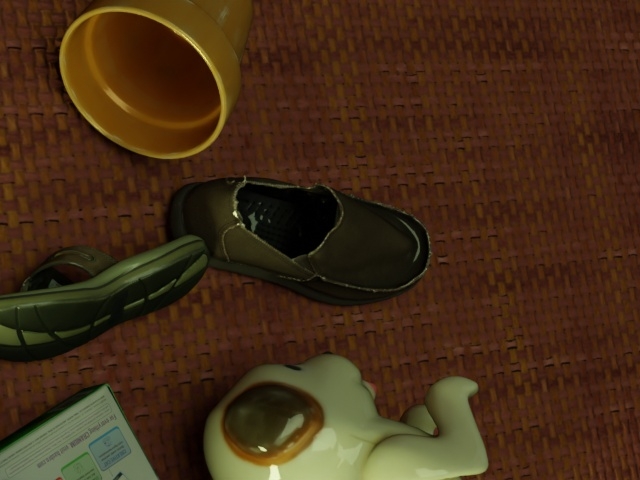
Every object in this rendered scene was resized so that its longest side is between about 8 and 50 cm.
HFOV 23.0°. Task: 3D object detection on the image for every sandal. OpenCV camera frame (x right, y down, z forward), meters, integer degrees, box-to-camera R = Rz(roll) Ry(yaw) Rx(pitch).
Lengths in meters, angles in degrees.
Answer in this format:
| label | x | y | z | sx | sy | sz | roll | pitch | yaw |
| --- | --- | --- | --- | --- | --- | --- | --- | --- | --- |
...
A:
| label | x | y | z | sx | sy | sz | roll | pitch | yaw |
| --- | --- | --- | --- | --- | --- | --- | --- | --- | --- |
| sandal | -0.262 | 0.052 | 1.754 | 0.303 | 0.120 | 0.086 | -20 | 64 | -38 |

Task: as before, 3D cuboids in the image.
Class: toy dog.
| label | x | y | z | sx | sy | sz | roll | pitch | yaw |
| --- | --- | --- | --- | --- | --- | --- | --- | --- | --- |
| toy dog | 0.038 | 0.313 | 1.780 | 0.395 | 0.284 | 0.408 | -38 | 86 | -9 |

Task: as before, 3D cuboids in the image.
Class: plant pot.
| label | x | y | z | sx | sy | sz | roll | pitch | yaw |
| --- | --- | --- | --- | --- | --- | --- | --- | --- | --- |
| plant pot | -0.169 | -0.231 | 1.826 | 0.205 | 0.205 | 0.188 | 46 | 43 | -18 |

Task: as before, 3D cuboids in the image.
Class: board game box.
| label | x | y | z | sx | sy | sz | roll | pitch | yaw |
| --- | --- | --- | --- | --- | --- | --- | --- | --- | --- |
| board game box | -0.260 | 0.351 | 1.700 | 0.242 | 0.064 | 0.316 | -32 | 98 | -35 |

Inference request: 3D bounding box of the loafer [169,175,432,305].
| label | x | y | z | sx | sy | sz | roll | pitch | yaw |
| --- | --- | --- | --- | --- | --- | --- | --- | --- | --- |
| loafer | 0.000 | 0.000 | 1.918 | 0.366 | 0.130 | 0.134 | 7 | 76 | -34 |
